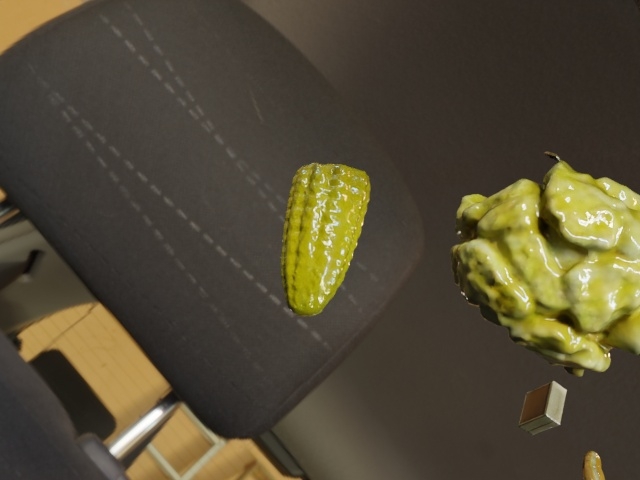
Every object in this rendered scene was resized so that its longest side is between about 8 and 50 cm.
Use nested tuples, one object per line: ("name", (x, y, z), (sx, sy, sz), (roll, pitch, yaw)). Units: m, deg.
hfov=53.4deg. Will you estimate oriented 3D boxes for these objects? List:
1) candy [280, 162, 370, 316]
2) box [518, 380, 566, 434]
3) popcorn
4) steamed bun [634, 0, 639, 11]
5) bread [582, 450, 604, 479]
("candy", (0.000, 0.000, 0.809), (0.106, 0.198, 0.094), (23, -19, -33))
("box", (0.412, 0.312, 1.185), (0.035, 0.079, 0.083), (35, -40, -5))
("popcorn", (0.183, 0.017, 0.509), (0.169, 0.195, 0.173), (12, -74, 4))
("steamed bun", (0.424, -0.212, 0.545), (0.251, 0.199, 0.301), (64, 7, -6))
("bread", (0.321, 0.303, 0.746), (0.025, 0.110, 0.110), (-1, -51, 25))
